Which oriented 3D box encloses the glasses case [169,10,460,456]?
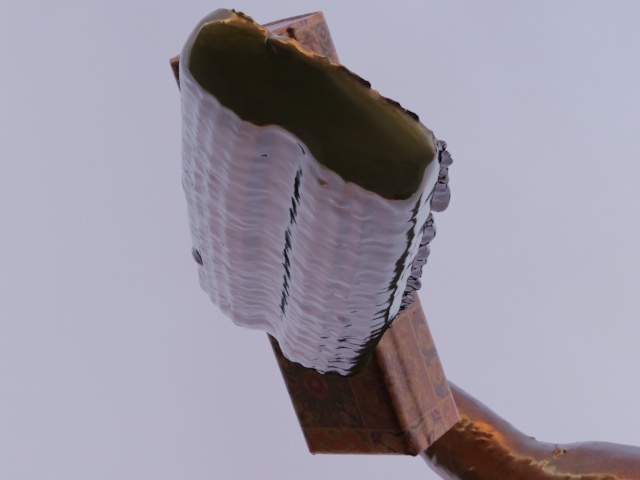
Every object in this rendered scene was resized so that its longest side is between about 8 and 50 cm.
[{"bbox_3d":[0.000,0.000,0.838,0.075,0.049,0.218,-6,-72,46],"label":"glasses case"}]

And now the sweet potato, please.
[{"bbox_3d":[0.178,0.166,1.069,0.385,0.109,0.109,15,-74,27],"label":"sweet potato"}]

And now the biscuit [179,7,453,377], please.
[{"bbox_3d":[-0.009,-0.001,0.641,0.099,0.322,0.038,29,-104,4],"label":"biscuit"}]
